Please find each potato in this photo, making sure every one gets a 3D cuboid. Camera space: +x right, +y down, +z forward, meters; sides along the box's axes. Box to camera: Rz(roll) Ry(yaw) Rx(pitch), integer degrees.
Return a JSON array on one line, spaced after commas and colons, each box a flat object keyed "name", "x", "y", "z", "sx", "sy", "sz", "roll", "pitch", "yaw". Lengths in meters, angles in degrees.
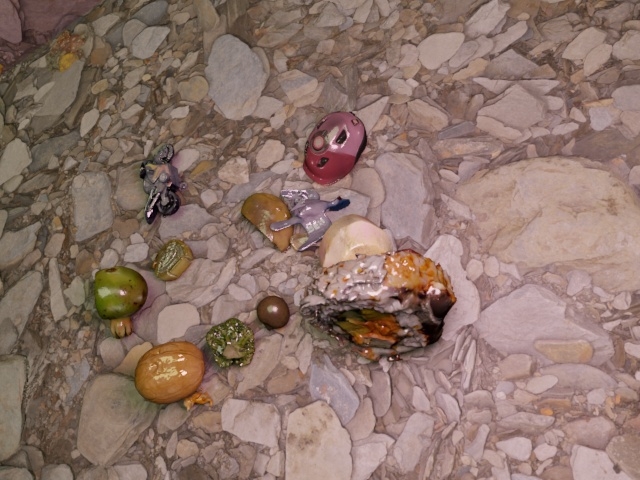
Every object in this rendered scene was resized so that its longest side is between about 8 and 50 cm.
[{"name": "potato", "x": -0.171, "y": -0.084, "z": 1.717, "sx": 0.243, "sy": 0.098, "sz": 0.138, "roll": 40, "pitch": 85, "yaw": 25}]

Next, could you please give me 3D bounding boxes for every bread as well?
[{"name": "bread", "x": -0.529, "y": 0.072, "z": 1.795, "sx": 0.117, "sy": 0.064, "sz": 0.156, "roll": 32, "pitch": 82, "yaw": 27}]

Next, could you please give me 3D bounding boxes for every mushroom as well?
[{"name": "mushroom", "x": 0.000, "y": -0.003, "z": 1.658, "sx": 0.202, "sy": 0.054, "sz": 0.059, "roll": -7, "pitch": 74, "yaw": 11}]

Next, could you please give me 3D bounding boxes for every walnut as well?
[{"name": "walnut", "x": -0.473, "y": 0.414, "z": 1.584, "sx": 0.226, "sy": 0.193, "sz": 0.193, "roll": -16, "pitch": 66, "yaw": 14}]

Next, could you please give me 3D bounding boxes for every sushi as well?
[{"name": "sushi", "x": 0.143, "y": 0.171, "z": 1.351, "sx": 0.418, "sy": 0.417, "sz": 0.175, "roll": -6, "pitch": 52, "yaw": 17}]

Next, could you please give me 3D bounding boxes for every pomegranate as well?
[{"name": "pomegranate", "x": -0.679, "y": 0.205, "z": 1.736, "sx": 0.159, "sy": 0.190, "sz": 0.240, "roll": -5, "pitch": 66, "yaw": -10}]

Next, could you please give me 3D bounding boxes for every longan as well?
[{"name": "longan", "x": -0.150, "y": 0.231, "z": 1.595, "sx": 0.113, "sy": 0.092, "sz": 0.113, "roll": 0, "pitch": 93, "yaw": 7}]

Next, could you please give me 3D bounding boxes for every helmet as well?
[{"name": "helmet", "x": 0.040, "y": -0.332, "z": 1.711, "sx": 0.253, "sy": 0.154, "sz": 0.198, "roll": -45, "pitch": 64, "yaw": -7}]

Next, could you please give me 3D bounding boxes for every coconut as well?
[{"name": "coconut", "x": 0.096, "y": 0.034, "z": 1.512, "sx": 0.237, "sy": 0.197, "sz": 0.237, "roll": -45, "pitch": 25, "yaw": 28}]

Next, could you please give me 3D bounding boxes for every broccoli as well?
[{"name": "broccoli", "x": -0.276, "y": 0.327, "z": 1.585, "sx": 0.146, "sy": 0.138, "sz": 0.162, "roll": -27, "pitch": 104, "yaw": 0}]

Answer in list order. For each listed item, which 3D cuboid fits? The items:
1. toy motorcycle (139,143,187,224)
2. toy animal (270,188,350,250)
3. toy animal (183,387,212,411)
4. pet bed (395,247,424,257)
[{"name": "toy motorcycle", "x": -0.611, "y": -0.219, "z": 1.915, "sx": 0.173, "sy": 0.108, "sz": 0.307, "roll": -19, "pitch": 66, "yaw": 21}, {"name": "toy animal", "x": -0.035, "y": -0.085, "z": 1.640, "sx": 0.255, "sy": 0.176, "sz": 0.239, "roll": -30, "pitch": 53, "yaw": 19}, {"name": "toy animal", "x": -0.394, "y": 0.514, "z": 1.598, "sx": 0.083, "sy": 0.060, "sz": 0.081, "roll": -45, "pitch": 100, "yaw": -1}, {"name": "pet bed", "x": 0.255, "y": 0.119, "z": 1.521, "sx": 0.201, "sy": 0.053, "sz": 0.201, "roll": -9, "pitch": 64, "yaw": 19}]
